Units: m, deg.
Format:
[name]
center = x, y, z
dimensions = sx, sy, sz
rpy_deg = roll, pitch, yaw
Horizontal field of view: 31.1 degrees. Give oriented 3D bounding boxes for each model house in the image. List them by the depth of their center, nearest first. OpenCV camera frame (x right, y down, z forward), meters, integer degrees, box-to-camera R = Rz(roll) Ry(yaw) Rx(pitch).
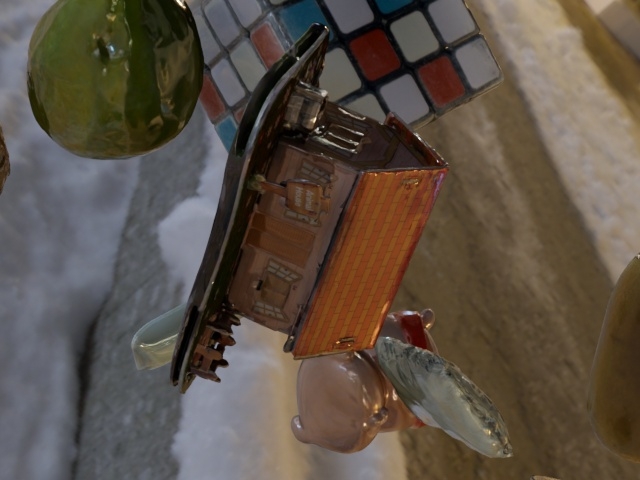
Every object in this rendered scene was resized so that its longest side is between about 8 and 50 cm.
[model house]
center = 0.000, 0.001, 0.942
dimensions = 0.154, 0.293, 0.207
rpy_deg = 21, 30, 3

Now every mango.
[mango]
center = 0.502, 0.153, 1.591
dimensions = 0.253, 0.364, 0.182
rpy_deg = 34, 17, 17

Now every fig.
[fig]
center = -0.178, -0.161, 1.043
dimensions = 0.167, 0.233, 0.167
rpy_deg = 6, 75, -22

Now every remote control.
[remote control]
center = -0.157, 0.111, 1.775
dimensions = 0.051, 0.293, 0.103
rpy_deg = 51, -20, 24

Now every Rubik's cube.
[Rubik's cube]
center = 0.012, -0.217, 1.376
dimensions = 0.256, 0.259, 0.253
rpy_deg = -30, 92, -30

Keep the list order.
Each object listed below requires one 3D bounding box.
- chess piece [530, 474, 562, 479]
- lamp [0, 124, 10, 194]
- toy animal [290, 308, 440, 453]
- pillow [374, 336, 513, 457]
[chess piece]
center = 0.306, 0.387, 1.570
dimensions = 0.066, 0.122, 0.066
rpy_deg = 13, 0, 0
[lamp]
center = -0.462, -0.097, 1.321
dimensions = 0.185, 0.161, 0.161
rpy_deg = -20, 67, -29
[toy animal]
center = 0.065, 0.163, 1.381
dimensions = 0.198, 0.171, 0.171
rpy_deg = -16, 66, -43
[pillow]
center = 0.118, 0.155, 1.171
dimensions = 0.128, 0.051, 0.229
rpy_deg = 54, -11, -9
